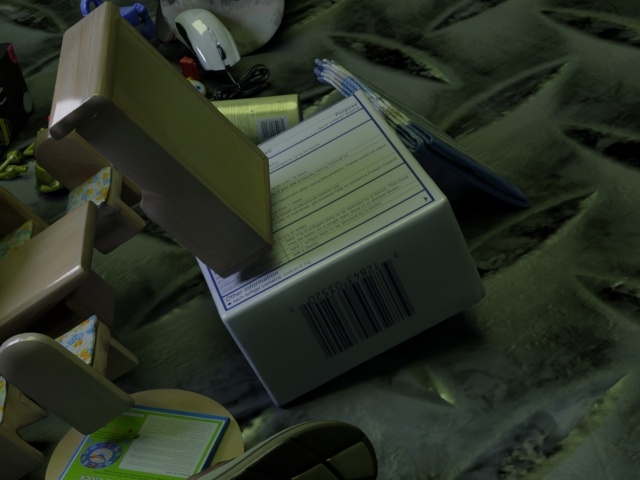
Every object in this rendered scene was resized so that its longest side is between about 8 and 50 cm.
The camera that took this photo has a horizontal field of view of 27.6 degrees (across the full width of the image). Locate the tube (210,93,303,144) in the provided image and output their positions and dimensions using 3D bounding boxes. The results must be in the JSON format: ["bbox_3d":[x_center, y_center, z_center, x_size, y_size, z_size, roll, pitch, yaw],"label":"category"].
[{"bbox_3d":[-0.144,-0.157,1.784,0.240,0.062,0.070,-8,50,4],"label":"tube"}]

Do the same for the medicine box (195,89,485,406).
[{"bbox_3d":[0.000,0.000,1.473,0.263,0.149,0.289,-28,35,-2],"label":"medicine box"}]

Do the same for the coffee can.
[{"bbox_3d":[-0.154,-0.456,2.185,0.201,0.201,0.275,-8,34,6],"label":"coffee can"}]

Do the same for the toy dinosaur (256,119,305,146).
[{"bbox_3d":[-0.108,-0.136,1.826,0.112,0.064,0.211,19,45,36],"label":"toy dinosaur"}]

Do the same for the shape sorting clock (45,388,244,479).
[{"bbox_3d":[-0.178,0.231,1.329,0.206,0.040,0.206,-5,35,4],"label":"shape sorting clock"}]

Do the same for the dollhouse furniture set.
[{"bbox_3d":[-0.283,-0.015,1.372,0.394,0.256,0.362,-32,35,21],"label":"dollhouse furniture set"}]

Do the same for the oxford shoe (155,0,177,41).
[{"bbox_3d":[-0.246,-0.410,2.268,0.076,0.076,0.212,17,37,-19],"label":"oxford shoe"}]

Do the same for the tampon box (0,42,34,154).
[{"bbox_3d":[-0.530,-0.214,2.013,0.101,0.120,0.161,-3,35,14],"label":"tampon box"}]

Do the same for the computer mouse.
[{"bbox_3d":[-0.164,-0.298,2.024,0.106,0.042,0.193,-28,69,-23],"label":"computer mouse"}]

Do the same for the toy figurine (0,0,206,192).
[{"bbox_3d":[-0.348,-0.255,1.934,0.191,0.217,0.362,14,41,33],"label":"toy figurine"}]

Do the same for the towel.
[{"bbox_3d":[0.125,-0.138,1.679,0.034,0.209,0.285,-57,39,10],"label":"towel"}]

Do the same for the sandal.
[{"bbox_3d":[-0.086,0.249,1.217,0.303,0.120,0.086,-23,22,-16],"label":"sandal"}]
